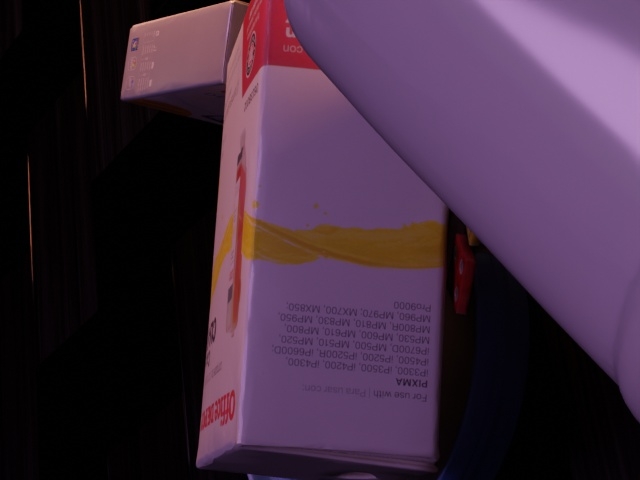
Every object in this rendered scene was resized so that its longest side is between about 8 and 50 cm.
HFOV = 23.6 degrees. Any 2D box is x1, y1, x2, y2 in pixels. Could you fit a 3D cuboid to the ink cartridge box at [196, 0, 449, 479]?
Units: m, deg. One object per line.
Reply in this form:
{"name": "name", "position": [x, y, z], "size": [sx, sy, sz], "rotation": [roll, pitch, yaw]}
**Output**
{"name": "ink cartridge box", "position": [0.000, 0.000, 1.271], "size": [0.279, 0.160, 0.384], "rotation": [133, 141, -74]}

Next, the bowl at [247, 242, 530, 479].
{"name": "bowl", "position": [0.053, 0.112, 1.454], "size": [0.391, 0.077, 0.391], "rotation": [-25, 60, 52]}

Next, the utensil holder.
{"name": "utensil holder", "position": [0.205, -0.116, 0.960], "size": [0.385, 0.328, 0.327], "rotation": [49, 122, 33]}

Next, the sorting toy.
{"name": "sorting toy", "position": [0.118, -0.049, 1.222], "size": [0.274, 0.046, 0.132], "rotation": [-104, 20, -66]}

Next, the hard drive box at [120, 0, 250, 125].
{"name": "hard drive box", "position": [-0.082, -0.183, 1.657], "size": [0.232, 0.181, 0.089], "rotation": [-1, 79, 57]}
